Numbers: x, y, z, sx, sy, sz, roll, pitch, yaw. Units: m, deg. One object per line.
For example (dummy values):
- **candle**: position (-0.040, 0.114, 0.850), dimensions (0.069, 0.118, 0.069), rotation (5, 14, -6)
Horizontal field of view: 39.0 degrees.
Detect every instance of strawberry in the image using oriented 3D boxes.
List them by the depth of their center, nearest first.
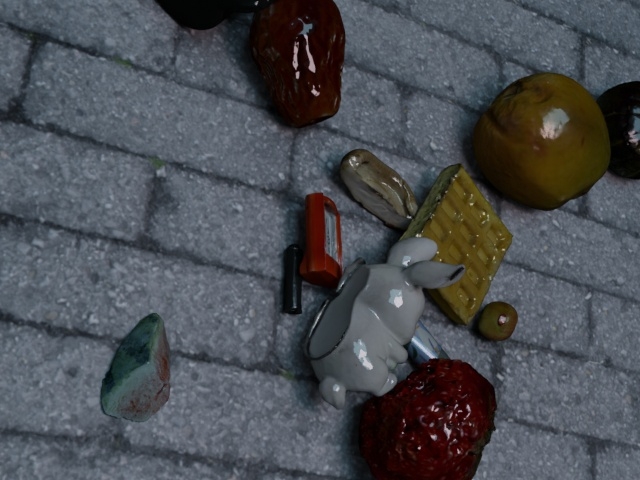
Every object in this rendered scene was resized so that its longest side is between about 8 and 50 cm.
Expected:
- **strawberry**: position (0.181, 0.322, 1.562), dimensions (0.220, 0.274, 0.274), rotation (16, 59, 18)

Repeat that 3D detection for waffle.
- **waffle**: position (0.268, 0.008, 1.771), dimensions (0.221, 0.055, 0.248), rotation (50, 56, -26)

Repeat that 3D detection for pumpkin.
- **pumpkin**: position (0.737, -0.259, 2.096), dimensions (0.238, 0.159, 0.238), rotation (13, 64, -29)

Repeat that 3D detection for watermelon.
- **watermelon**: position (-0.277, 0.197, 1.438), dimensions (0.094, 0.081, 0.180), rotation (29, 64, -47)

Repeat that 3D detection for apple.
- **apple**: position (0.348, 0.158, 1.781), dimensions (0.071, 0.084, 0.084), rotation (23, 62, -2)

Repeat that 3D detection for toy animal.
- **toy animal**: position (0.102, 0.132, 1.567), dimensions (0.154, 0.208, 0.325), rotation (38, 95, -28)

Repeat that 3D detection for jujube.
- **jujube**: position (-0.035, -0.344, 1.687), dimensions (0.190, 0.190, 0.255), rotation (-14, 89, -32)

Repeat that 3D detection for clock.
- **clock**: position (0.000, 0.000, 1.636), dimensions (0.113, 0.061, 0.155), rotation (47, 39, -63)

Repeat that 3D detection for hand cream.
- **hand cream**: position (0.160, 0.171, 1.695), dimensions (0.088, 0.055, 0.256), rotation (-40, 88, -27)

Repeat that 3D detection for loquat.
- **loquat**: position (0.466, -0.204, 1.872), dimensions (0.284, 0.276, 0.276), rotation (50, 57, -9)

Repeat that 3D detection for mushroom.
- **mushroom**: position (0.112, -0.105, 1.743), dimensions (0.210, 0.072, 0.094), rotation (37, 55, -27)

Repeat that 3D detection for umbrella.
- **umbrella**: position (-0.047, 0.070, 1.620), dimensions (0.036, 0.031, 0.133), rotation (34, 52, -56)

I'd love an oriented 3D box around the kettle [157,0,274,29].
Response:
- **kettle**: position (-0.138, -0.525, 1.666), dimensions (0.262, 0.203, 0.308), rotation (37, 61, 4)
